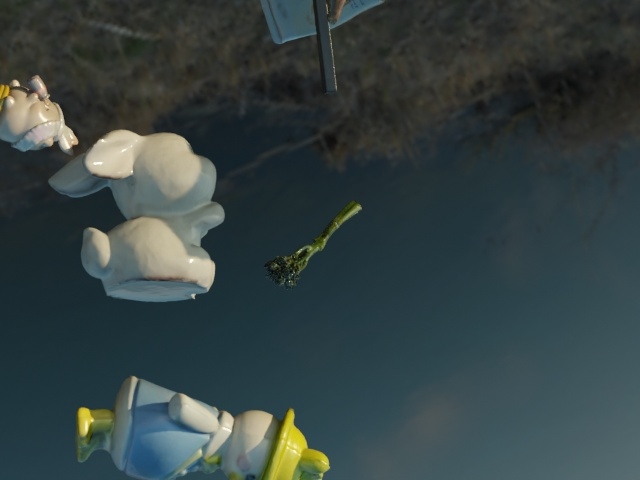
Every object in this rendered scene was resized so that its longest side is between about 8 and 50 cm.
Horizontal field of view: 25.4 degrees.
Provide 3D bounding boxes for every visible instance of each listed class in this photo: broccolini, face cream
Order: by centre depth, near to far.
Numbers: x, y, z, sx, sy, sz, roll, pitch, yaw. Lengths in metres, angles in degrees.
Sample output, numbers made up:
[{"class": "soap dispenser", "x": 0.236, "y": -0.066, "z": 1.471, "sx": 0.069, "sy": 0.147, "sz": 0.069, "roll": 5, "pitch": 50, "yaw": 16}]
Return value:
[{"class": "broccolini", "x": 0.000, "y": -0.001, "z": 1.701, "sx": 0.218, "sy": 0.044, "sz": 0.042, "roll": -41, "pitch": 149, "yaw": -50}, {"class": "face cream", "x": 0.016, "y": -0.347, "z": 1.960, "sx": 0.224, "sy": 0.114, "sz": 0.070, "roll": -10, "pitch": -164, "yaw": 25}]

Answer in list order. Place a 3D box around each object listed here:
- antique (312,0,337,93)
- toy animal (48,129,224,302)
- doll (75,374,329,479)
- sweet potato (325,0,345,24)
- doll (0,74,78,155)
[{"class": "antique", "x": 0.001, "y": -0.269, "z": 1.678, "sx": 0.015, "sy": 0.192, "sz": 0.031, "roll": -7, "pitch": -176, "yaw": -7}, {"class": "toy animal", "x": -0.200, "y": -0.026, "z": 1.602, "sx": 0.178, "sy": 0.193, "sz": 0.127, "roll": -5, "pitch": 168, "yaw": -28}, {"class": "doll", "x": -0.110, "y": 0.189, "z": 1.341, "sx": 0.241, "sy": 0.099, "sz": 0.135, "roll": 14, "pitch": 118, "yaw": -2}, {"class": "sweet potato", "x": 0.029, "y": -0.315, "z": 1.332, "sx": 0.068, "sy": 0.068, "sz": 0.226, "roll": -11, "pitch": 116, "yaw": -25}, {"class": "doll", "x": -0.319, "y": -0.142, "z": 1.563, "sx": 0.127, "sy": 0.073, "sz": 0.084, "roll": 23, "pitch": 107, "yaw": -19}]
